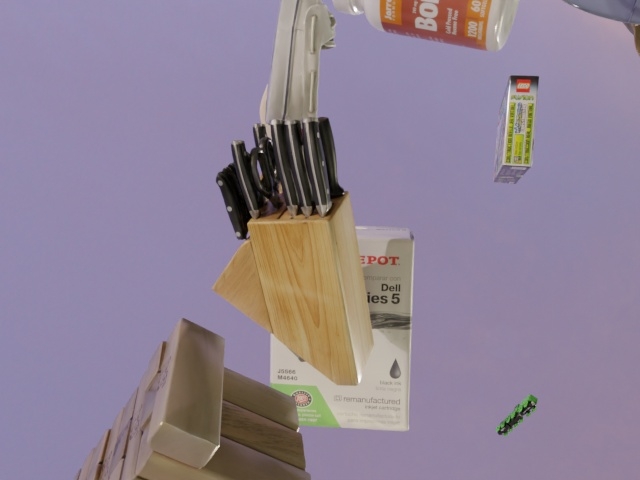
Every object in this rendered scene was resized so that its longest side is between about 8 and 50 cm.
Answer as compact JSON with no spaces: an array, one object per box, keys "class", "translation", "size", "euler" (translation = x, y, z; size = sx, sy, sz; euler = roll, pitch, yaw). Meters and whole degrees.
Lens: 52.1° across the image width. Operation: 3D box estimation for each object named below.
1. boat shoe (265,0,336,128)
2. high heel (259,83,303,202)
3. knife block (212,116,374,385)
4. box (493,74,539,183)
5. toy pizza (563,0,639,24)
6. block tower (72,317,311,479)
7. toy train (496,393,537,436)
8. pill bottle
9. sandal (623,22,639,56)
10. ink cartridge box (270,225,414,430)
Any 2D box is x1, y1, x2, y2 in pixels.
[{"class":"boat shoe","translation":[-0.019,-0.291,0.925],"size":[0.088,0.096,0.267],"euler":[7,-86,-9]},{"class":"high heel","translation":[-0.038,-0.169,1.051],"size":[0.117,0.082,0.244],"euler":[-7,-78,-66]},{"class":"knife block","translation":[0.000,0.000,0.731],"size":[0.275,0.242,0.088],"euler":[38,-148,-2]},{"class":"box","translation":[0.265,-0.144,0.898],"size":[0.207,0.036,0.114],"euler":[6,-92,-78]},{"class":"toy pizza","translation":[0.315,-0.258,0.635],"size":[0.201,0.201,0.032],"euler":[13,-85,-36]},{"class":"block tower","translation":[-0.128,0.210,0.377],"size":[0.097,0.335,0.091],"euler":[29,-162,-19]},{"class":"toy train","translation":[0.258,0.230,0.863],"size":[0.017,0.083,0.024],"euler":[32,-138,4]},{"class":"pill bottle","translation":[0.129,-0.309,0.802],"size":[0.216,0.121,0.121],"euler":[16,-137,19]},{"class":"sandal","translation":[0.422,-0.270,0.825],"size":[0.049,0.072,0.180],"euler":[26,-143,-41]},{"class":"ink cartridge box","translation":[0.032,0.119,0.943],"size":[0.115,0.198,0.273],"euler":[-50,-39,-80]}]
